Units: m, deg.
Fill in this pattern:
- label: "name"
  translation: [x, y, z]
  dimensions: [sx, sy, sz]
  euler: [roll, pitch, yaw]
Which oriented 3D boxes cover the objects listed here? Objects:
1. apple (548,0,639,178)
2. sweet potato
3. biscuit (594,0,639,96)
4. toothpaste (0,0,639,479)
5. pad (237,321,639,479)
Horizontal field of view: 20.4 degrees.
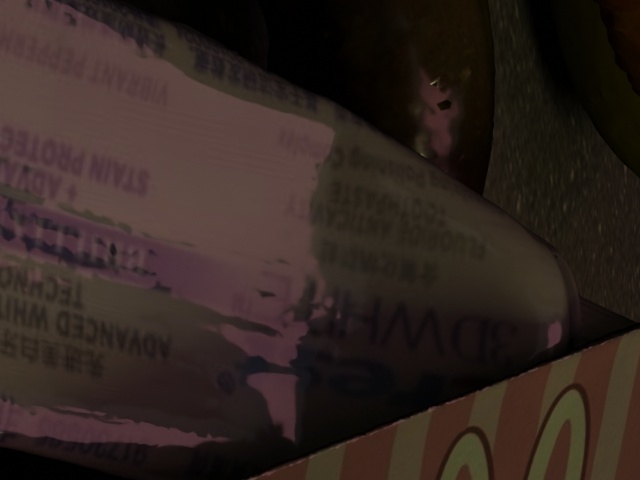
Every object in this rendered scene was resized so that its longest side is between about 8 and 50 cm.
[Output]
- label: "apple"
  translation: [0.227, -0.144, 0.892]
  dimensions: [0.295, 0.233, 0.258]
  euler: [-86, 179, -62]
- label: "sweet potato"
  translation: [-0.004, -0.001, 0.535]
  dimensions: [0.112, 0.085, 0.286]
  euler: [5, 94, -37]
- label: "biscuit"
  translation: [0.097, -0.179, 0.469]
  dimensions: [0.305, 0.038, 0.305]
  euler: [-4, 90, -69]
- label: "toothpaste"
  translation: [-0.008, 0.009, 0.434]
  dimensions: [0.282, 0.068, 0.099]
  euler: [20, 40, -39]
- label: "pad"
  translation: [0.042, 0.120, 0.470]
  dimensions: [0.299, 0.005, 0.202]
  euler: [-16, 123, -39]
